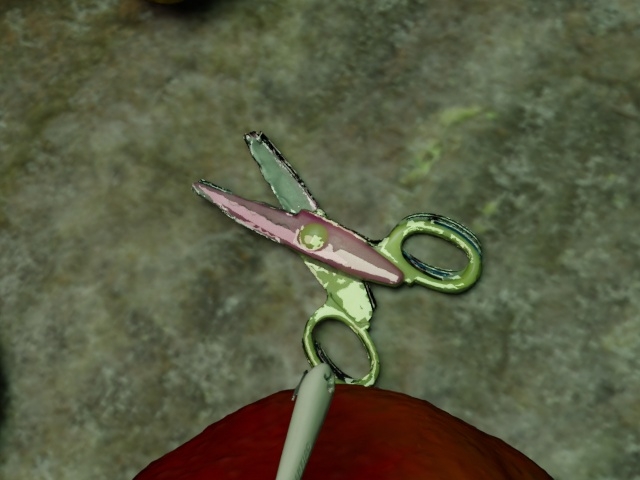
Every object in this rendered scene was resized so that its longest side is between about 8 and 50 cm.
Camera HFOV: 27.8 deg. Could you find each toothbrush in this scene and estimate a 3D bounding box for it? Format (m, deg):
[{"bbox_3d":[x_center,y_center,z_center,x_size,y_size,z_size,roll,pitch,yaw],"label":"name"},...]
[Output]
[{"bbox_3d":[-0.028,0.124,0.491,0.022,0.017,0.204,-5,40,26],"label":"toothbrush"}]

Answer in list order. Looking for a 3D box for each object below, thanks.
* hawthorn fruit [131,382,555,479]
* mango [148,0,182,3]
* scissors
[{"bbox_3d":[0.004,0.209,0.582,0.265,0.307,0.265,0,101,0],"label":"hawthorn fruit"},{"bbox_3d":[-0.089,-0.280,0.904,0.166,0.136,0.236,5,73,30],"label":"mango"},{"bbox_3d":[0.000,0.000,0.825,0.187,0.020,0.133,40,77,22],"label":"scissors"}]
